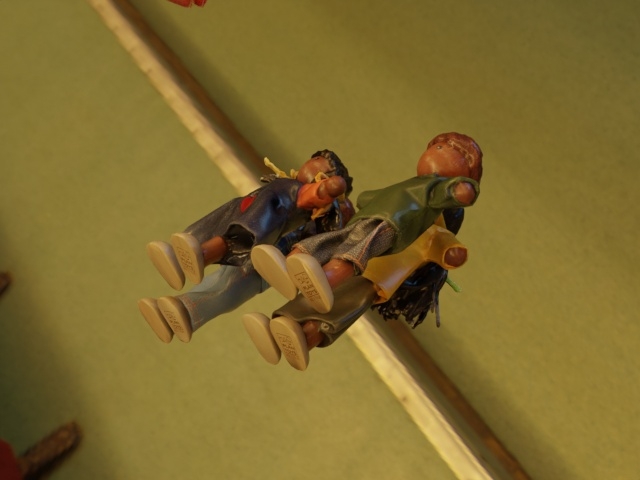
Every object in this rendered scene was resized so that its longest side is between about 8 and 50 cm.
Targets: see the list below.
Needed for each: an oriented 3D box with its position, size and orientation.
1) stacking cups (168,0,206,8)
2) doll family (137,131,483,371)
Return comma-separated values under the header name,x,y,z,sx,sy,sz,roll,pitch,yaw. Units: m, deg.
name,x,y,z,sx,sy,sz,roll,pitch,yaw
stacking cups,-0.200,-0.211,0.639,0.096,0.316,0.096,-159,90,-87
doll family,0.000,0.000,0.491,0.111,0.076,0.193,-37,27,-29
